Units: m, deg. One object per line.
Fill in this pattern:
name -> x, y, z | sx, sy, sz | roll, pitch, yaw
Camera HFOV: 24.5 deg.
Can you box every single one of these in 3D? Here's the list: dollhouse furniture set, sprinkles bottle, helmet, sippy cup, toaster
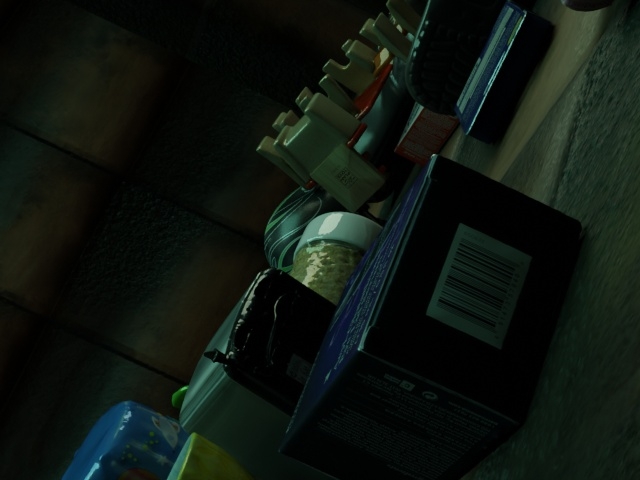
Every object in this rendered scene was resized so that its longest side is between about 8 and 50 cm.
dollhouse furniture set -> 0.042, -0.158, 1.937 | 0.262, 0.135, 0.259 | -44, 10, 33
sprinkles bottle -> -0.012, 0.131, 1.636 | 0.121, 0.121, 0.355 | 119, 174, -51
helmet -> 0.000, 0.000, 2.066 | 0.161, 0.169, 0.169 | -48, 6, 8
sippy cup -> -0.192, 0.315, 1.778 | 0.240, 0.224, 0.305 | -53, 13, 5
toaster -> -0.032, 0.130, 1.384 | 0.110, 0.186, 0.168 | -50, 12, 35

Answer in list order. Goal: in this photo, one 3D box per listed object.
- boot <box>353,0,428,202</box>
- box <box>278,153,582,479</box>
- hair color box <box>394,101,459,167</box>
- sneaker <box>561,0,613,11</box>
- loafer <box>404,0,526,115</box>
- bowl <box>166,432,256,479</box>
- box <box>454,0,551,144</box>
boot -> 0.121, -0.239, 2.250 | 0.377, 0.138, 0.284 | -84, 19, -64
box -> 0.067, 0.068, 0.964 | 0.207, 0.108, 0.153 | 122, 172, -59
hair color box -> 0.153, -0.173, 1.884 | 0.093, 0.053, 0.167 | -66, 5, -27
sneaker -> 0.217, -0.228, 1.071 | 0.319, 0.112, 0.131 | -67, -14, -77
loafer -> 0.193, -0.328, 1.704 | 0.130, 0.134, 0.366 | -77, 13, -74
bowl -> -0.100, 0.325, 1.244 | 0.289, 0.156, 0.289 | -64, 3, 6
box -> 0.186, -0.175, 1.520 | 0.225, 0.036, 0.136 | -74, 9, -78
